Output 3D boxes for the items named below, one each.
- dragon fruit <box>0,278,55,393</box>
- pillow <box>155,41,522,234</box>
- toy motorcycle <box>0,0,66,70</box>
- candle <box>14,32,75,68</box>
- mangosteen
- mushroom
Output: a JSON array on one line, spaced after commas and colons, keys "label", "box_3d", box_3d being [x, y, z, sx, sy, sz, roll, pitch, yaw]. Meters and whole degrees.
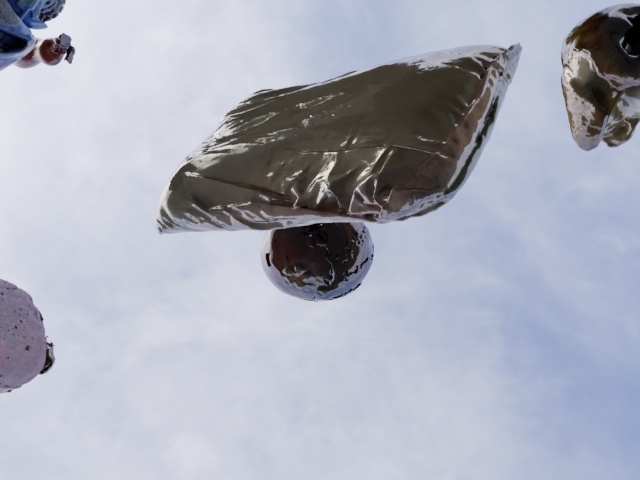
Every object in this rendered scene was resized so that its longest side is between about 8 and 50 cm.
[{"label": "dragon fruit", "box_3d": [-0.595, 0.159, 1.353, 0.147, 0.282, 0.210, -21, -134, 25]}, {"label": "pillow", "box_3d": [0.006, -0.076, 0.604, 0.270, 0.067, 0.173, -2, -133, 37]}, {"label": "toy motorcycle", "box_3d": [-0.340, -0.218, 0.737, 0.205, 0.076, 0.114, 1, -84, -37]}, {"label": "candle", "box_3d": [-0.540, -0.317, 1.337, 0.329, 0.048, 0.051, 7, -105, 31]}, {"label": "mangosteen", "box_3d": [0.000, 0.000, 1.171, 0.166, 0.166, 0.180, 15, -133, 2]}, {"label": "mushroom", "box_3d": [0.186, -0.040, 0.339, 0.187, 0.061, 0.060, 29, -138, 5]}]
